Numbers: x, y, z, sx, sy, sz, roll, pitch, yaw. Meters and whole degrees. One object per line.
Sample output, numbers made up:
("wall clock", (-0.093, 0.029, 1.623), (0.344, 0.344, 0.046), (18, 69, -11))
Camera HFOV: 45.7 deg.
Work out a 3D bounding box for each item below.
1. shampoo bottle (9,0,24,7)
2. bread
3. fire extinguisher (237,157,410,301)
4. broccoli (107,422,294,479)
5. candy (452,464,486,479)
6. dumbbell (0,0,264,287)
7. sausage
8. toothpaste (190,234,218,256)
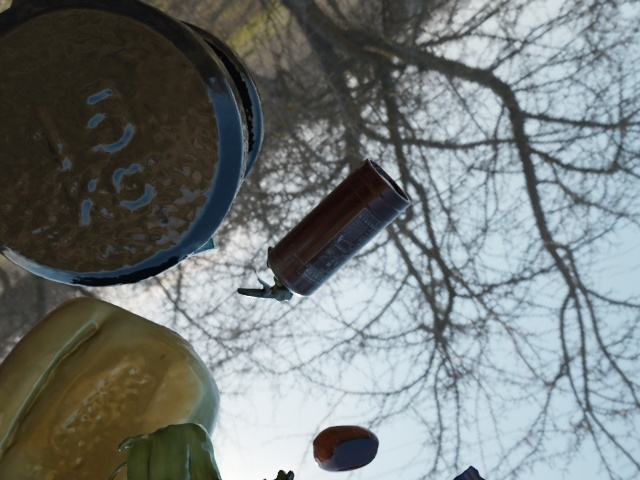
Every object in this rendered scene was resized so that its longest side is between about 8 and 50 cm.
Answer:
("shampoo bottle", (-0.458, -0.347, 1.238), (0.079, 0.080, 0.246), (76, 20, -65))
("bread", (-0.357, 0.295, 1.230), (0.376, 0.348, 0.253), (-59, 177, -27))
("fire extinguisher", (0.000, 0.000, 1.112), (0.269, 0.105, 0.105), (-42, -170, 14))
("broccoli", (-0.115, 0.310, 0.705), (0.293, 0.280, 0.348), (-24, 153, 12))
("candy", (0.171, 0.520, 1.162), (0.331, 0.187, 0.077), (-40, 160, -7))
("dumbbell", (-0.155, -0.094, 0.648), (0.204, 0.203, 0.322), (-38, -170, 6))
("sausage", (0.031, 0.267, 0.979), (0.094, 0.059, 0.054), (3, -177, -33))
("toothpaste", (-0.217, -0.106, 1.090), (0.065, 0.266, 0.050), (-17, 180, -1))
